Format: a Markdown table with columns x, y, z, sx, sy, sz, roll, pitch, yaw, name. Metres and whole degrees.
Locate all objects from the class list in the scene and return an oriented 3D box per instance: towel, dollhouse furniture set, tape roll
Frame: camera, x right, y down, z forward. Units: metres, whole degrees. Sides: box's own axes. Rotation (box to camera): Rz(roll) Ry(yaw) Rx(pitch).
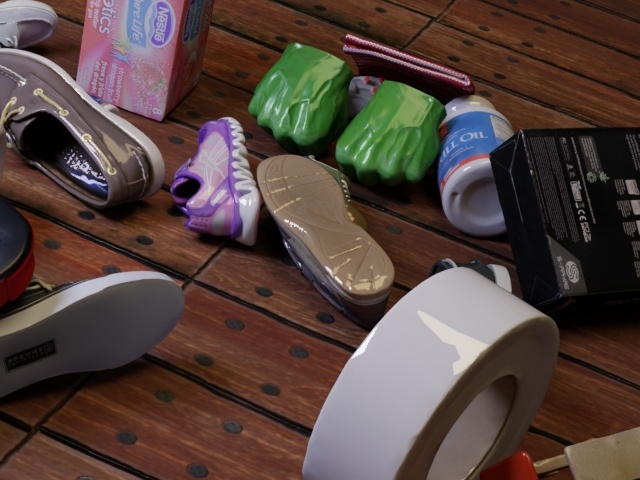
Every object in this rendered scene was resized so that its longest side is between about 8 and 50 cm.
| x | y | z | sx | sy | sz | roll | pitch | yaw | name |
| --- | --- | --- | --- | --- | --- | --- | --- | --- | --- |
| 0.136 | -0.247 | 2.204 | 0.198 | 0.031 | 0.275 | 19 | 1 | 6 | towel |
| 0.204 | 0.317 | 1.299 | 0.135 | 0.262 | 0.259 | -9 | 70 | -29 | dollhouse furniture set |
| 0.112 | 0.169 | 1.437 | 0.100 | 0.286 | 0.286 | 33 | 36 | 27 | tape roll |

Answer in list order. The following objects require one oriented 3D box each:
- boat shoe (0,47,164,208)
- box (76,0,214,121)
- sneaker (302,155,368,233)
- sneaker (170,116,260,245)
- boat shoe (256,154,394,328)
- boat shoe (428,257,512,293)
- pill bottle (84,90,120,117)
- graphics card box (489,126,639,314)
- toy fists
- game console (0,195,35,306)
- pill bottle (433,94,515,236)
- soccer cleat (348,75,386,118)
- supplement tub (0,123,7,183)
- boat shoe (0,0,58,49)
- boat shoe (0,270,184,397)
| x | y | z | sx | sy | sz | roll | pitch | yaw | name |
| --- | --- | --- | --- | --- | --- | --- | --- | --- | --- |
| -0.351 | -0.146 | 1.897 | 0.324 | 0.117 | 0.096 | 35 | 34 | 19 | boat shoe |
| -0.235 | -0.342 | 2.068 | 0.142 | 0.300 | 0.154 | 19 | 32 | 8 | box |
| 0.015 | -0.061 | 1.955 | 0.086 | 0.064 | 0.192 | -21 | 44 | -37 | sneaker |
| -0.145 | -0.082 | 1.907 | 0.104 | 0.095 | 0.236 | -2 | 36 | -12 | sneaker |
| 0.000 | 0.000 | 1.832 | 0.102 | 0.092 | 0.285 | -18 | 46 | -23 | boat shoe |
| 0.179 | 0.114 | 1.721 | 0.091 | 0.114 | 0.302 | 11 | 20 | -7 | boat shoe |
| -0.336 | -0.173 | 1.985 | 0.120 | 0.067 | 0.067 | 26 | 34 | 18 | pill bottle |
| 0.419 | -0.032 | 1.950 | 0.370 | 0.094 | 0.233 | -4 | 73 | -28 | graphics card box |
| 0.034 | -0.163 | 2.061 | 0.279 | 0.096 | 0.142 | 25 | 69 | 14 | toy fists |
| -0.518 | 0.028 | 1.491 | 0.386 | 0.060 | 0.342 | -35 | 58 | -27 | game console |
| 0.219 | -0.112 | 2.064 | 0.124 | 0.124 | 0.221 | 9 | 32 | -9 | pill bottle |
| 0.043 | -0.212 | 2.207 | 0.196 | 0.076 | 0.068 | 9 | 64 | -36 | soccer cleat |
| -0.483 | -0.094 | 1.731 | 0.199 | 0.144 | 0.144 | 14 | 32 | -2 | supplement tub |
| -0.474 | -0.284 | 2.103 | 0.227 | 0.079 | 0.081 | -14 | 51 | -30 | boat shoe |
| -0.296 | 0.091 | 1.557 | 0.306 | 0.113 | 0.105 | -23 | 41 | -24 | boat shoe |
